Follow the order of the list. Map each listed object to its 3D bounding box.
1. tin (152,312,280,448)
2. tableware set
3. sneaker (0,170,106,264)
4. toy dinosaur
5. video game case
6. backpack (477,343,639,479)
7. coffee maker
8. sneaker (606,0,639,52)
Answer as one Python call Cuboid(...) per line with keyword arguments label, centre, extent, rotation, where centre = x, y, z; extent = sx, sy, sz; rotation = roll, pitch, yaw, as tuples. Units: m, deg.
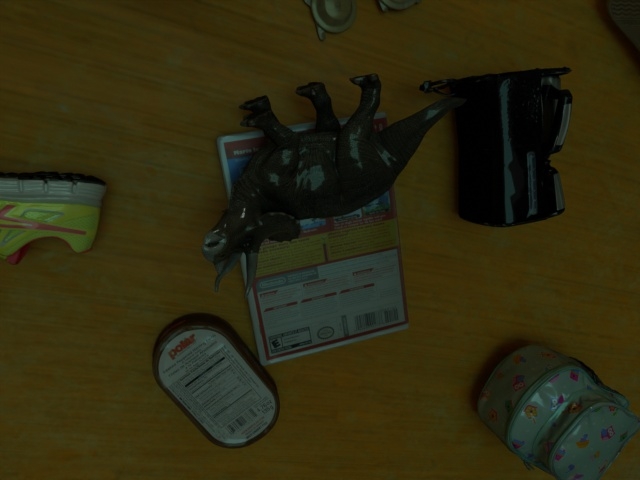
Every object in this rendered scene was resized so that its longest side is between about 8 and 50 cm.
Cuboid(label="tin", centre=(-0.125, 0.175, 0.577), extent=(0.106, 0.040, 0.189), rotation=(-37, 108, -9))
Cuboid(label="tableware set", centre=(0.035, -0.314, 0.524), extent=(0.169, 0.020, 0.141), rotation=(-27, 109, -10))
Cuboid(label="sneaker", centre=(-0.324, -0.020, 0.457), extent=(0.209, 0.081, 0.094), rotation=(1, 104, -16))
Cuboid(label="toy dinosaur", centre=(0.003, -0.083, 0.505), extent=(0.314, 0.121, 0.160), rotation=(-23, 119, -14))
Cuboid(label="video game case", centre=(0.000, 0.000, 0.579), extent=(0.204, 0.025, 0.284), rotation=(-12, 105, -12))
Cuboid(label="backpack", centre=(0.330, 0.245, 0.662), extent=(0.189, 0.144, 0.165), rotation=(33, 97, -16))
Cuboid(label="coffee maker", centre=(0.213, -0.111, 0.579), extent=(0.172, 0.120, 0.178), rotation=(-4, 103, 9))
Cuboid(label="sneaker", centre=(0.508, -0.286, 0.622), extent=(0.256, 0.094, 0.151), rotation=(42, 86, -20))
